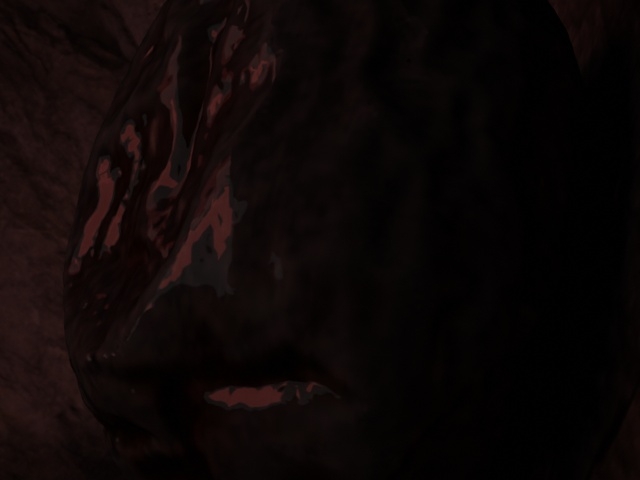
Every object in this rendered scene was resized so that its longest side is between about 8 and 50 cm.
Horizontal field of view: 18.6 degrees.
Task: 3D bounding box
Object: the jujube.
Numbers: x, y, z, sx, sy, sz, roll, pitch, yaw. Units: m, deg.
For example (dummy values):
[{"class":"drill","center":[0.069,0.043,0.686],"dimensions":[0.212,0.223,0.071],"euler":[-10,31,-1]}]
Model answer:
[{"class":"jujube","center":[0.009,0.003,0.898],"dimensions":[0.246,0.215,0.308],"euler":[-15,53,53]}]
